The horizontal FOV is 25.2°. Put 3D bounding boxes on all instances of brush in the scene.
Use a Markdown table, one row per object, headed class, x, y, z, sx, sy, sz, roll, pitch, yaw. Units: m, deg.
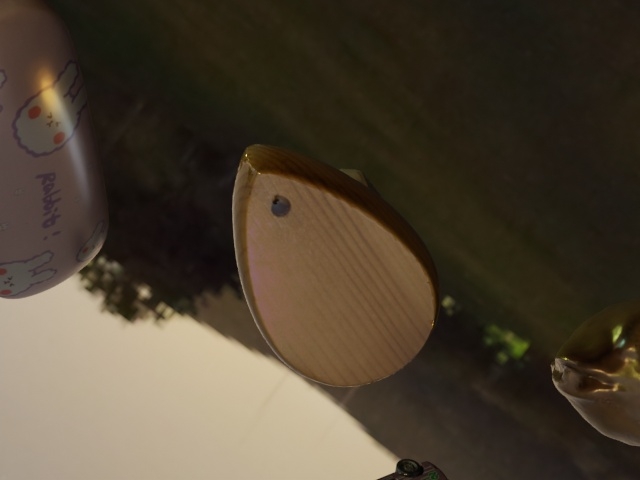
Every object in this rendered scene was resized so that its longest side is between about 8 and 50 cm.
| class | x | y | z | sx | sy | sz | roll | pitch | yaw |
| --- | --- | --- | --- | --- | --- | --- | --- | --- | --- |
| brush | 0.000 | 0.000 | 1.367 | 0.266 | 0.174 | 0.166 | 58 | -173 | -27 |

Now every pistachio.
| class | x | y | z | sx | sy | sz | roll | pitch | yaw |
| --- | --- | --- | --- | --- | --- | --- | --- | --- | --- |
| pistachio | 0.361 | 0.139 | 1.581 | 0.213 | 0.163 | 0.260 | 4 | -174 | 4 |

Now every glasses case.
| class | x | y | z | sx | sy | sz | roll | pitch | yaw |
| --- | --- | --- | --- | --- | --- | --- | --- | --- | --- |
| glasses case | -0.224 | -0.063 | 1.060 | 0.075 | 0.113 | 0.297 | 48 | 157 | 29 |

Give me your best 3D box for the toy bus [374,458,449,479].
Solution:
| class | x | y | z | sx | sy | sz | roll | pitch | yaw |
| --- | --- | --- | --- | --- | --- | --- | --- | --- | --- |
| toy bus | 0.083 | 0.354 | 1.781 | 0.199 | 0.096 | 0.108 | -16 | -143 | -34 |
